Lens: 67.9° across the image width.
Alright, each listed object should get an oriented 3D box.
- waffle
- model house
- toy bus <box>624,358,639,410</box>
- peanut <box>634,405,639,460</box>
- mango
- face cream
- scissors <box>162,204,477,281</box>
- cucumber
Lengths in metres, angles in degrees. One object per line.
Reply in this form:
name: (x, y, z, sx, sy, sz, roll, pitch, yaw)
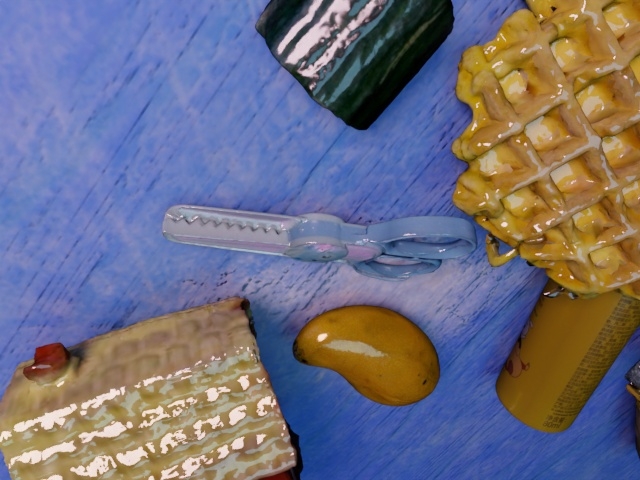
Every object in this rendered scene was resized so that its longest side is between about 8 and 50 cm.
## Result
waffle: (0.253, -0.082, 0.391, 0.328, 0.062, 0.330, -1, 110, -3)
model house: (-0.122, 0.166, 0.405, 0.195, 0.160, 0.254, -18, 125, -9)
toy bus: (0.583, 0.137, 0.664, 0.335, 0.121, 0.123, -42, 144, -4)
peanut: (0.657, 0.332, 0.821, 0.192, 0.170, 0.387, -25, 127, 6)
mango: (0.060, 0.119, 0.502, 0.190, 0.075, 0.098, 30, 99, -28)
face cream: (0.315, 0.068, 0.549, 0.104, 0.105, 0.349, -1, 123, -22)
scissors: (0.000, 0.000, 0.403, 0.255, 0.030, 0.125, 7, 158, -16)
cucumber: (0.032, -0.144, 0.323, 0.116, 0.062, 0.115, 33, 109, -34)
